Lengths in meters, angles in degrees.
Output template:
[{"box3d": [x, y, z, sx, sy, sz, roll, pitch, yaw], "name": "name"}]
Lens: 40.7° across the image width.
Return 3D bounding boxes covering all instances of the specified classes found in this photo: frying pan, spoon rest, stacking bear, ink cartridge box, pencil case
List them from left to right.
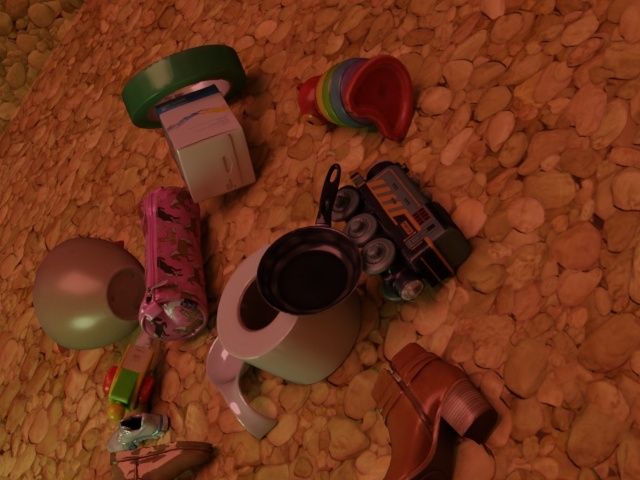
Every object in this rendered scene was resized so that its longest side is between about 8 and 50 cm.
[{"box3d": [-0.356, 0.049, 2.065, 0.167, 0.160, 0.386, 106, 161, -46], "name": "pencil case"}, {"box3d": [-0.285, -0.241, 2.141, 0.168, 0.171, 0.233, -22, 41, -10], "name": "ink cartridge box"}, {"box3d": [-0.174, 0.286, 1.812, 0.137, 0.084, 0.276, -46, 43, 13], "name": "spoon rest"}, {"box3d": [-0.028, 0.009, 1.617, 0.197, 0.053, 0.326, -14, 52, 4], "name": "frying pan"}, {"box3d": [0.055, -0.319, 1.920, 0.289, 0.175, 0.164, 6, 72, 54], "name": "stacking bear"}]

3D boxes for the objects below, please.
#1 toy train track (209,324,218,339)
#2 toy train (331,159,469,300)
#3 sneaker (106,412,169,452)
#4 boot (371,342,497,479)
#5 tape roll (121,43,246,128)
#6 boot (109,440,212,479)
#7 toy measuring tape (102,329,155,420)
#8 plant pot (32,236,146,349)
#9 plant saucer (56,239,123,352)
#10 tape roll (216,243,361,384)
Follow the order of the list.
[{"box3d": [-0.226, 0.202, 1.968, 0.083, 0.014, 0.048, -35, 46, 24], "name": "toy train track"}, {"box3d": [0.143, -0.027, 1.667, 0.190, 0.142, 0.334, -37, 41, 5], "name": "toy train"}, {"box3d": [-0.439, 0.433, 1.981, 0.190, 0.083, 0.071, -32, 48, 28], "name": "sneaker"}, {"box3d": [0.138, 0.319, 1.459, 0.283, 0.109, 0.220, -52, 42, 3], "name": "boot"}, {"box3d": [-0.352, -0.396, 2.246, 0.321, 0.321, 0.077, -27, 82, 31], "name": "tape roll"}, {"box3d": [-0.325, 0.563, 1.782, 0.236, 0.089, 0.270, -12, 68, 11], "name": "boot"}, {"box3d": [-0.435, 0.296, 2.065, 0.121, 0.121, 0.330, -22, 35, 34], "name": "toy measuring tape"}, {"box3d": [-0.523, 0.129, 2.106, 0.191, 0.284, 0.284, -3, 64, 41], "name": "plant pot"}, {"box3d": [-0.651, 0.147, 2.399, 0.259, 0.047, 0.258, -30, 48, 27], "name": "plant saucer"}, {"box3d": [-0.063, 0.148, 1.722, 0.246, 0.169, 0.246, -25, 49, 32], "name": "tape roll"}]
